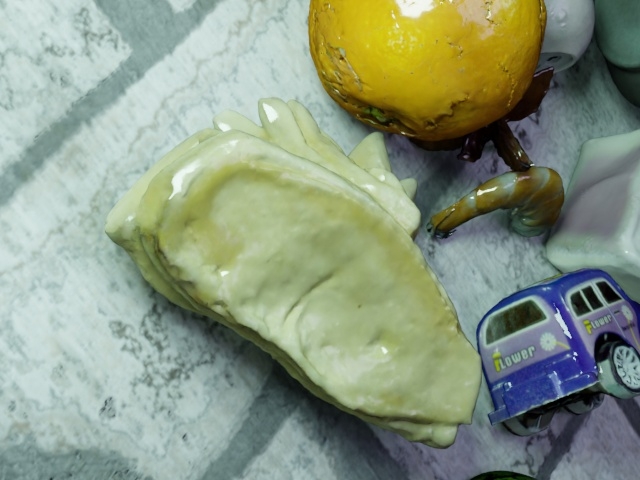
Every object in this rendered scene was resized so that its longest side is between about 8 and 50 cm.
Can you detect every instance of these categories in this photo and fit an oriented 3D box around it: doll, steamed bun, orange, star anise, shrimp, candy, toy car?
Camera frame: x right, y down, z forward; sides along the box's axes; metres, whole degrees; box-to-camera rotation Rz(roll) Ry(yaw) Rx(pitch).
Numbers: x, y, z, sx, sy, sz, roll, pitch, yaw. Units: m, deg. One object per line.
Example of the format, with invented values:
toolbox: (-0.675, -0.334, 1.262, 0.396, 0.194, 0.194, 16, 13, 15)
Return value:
doll: (0.237, -0.338, 1.495, 0.151, 0.151, 0.287, 5, 77, -39)
steamed bun: (0.000, 0.000, 1.247, 0.428, 0.189, 0.247, 33, 93, -30)
orange: (0.109, -0.223, 1.301, 0.246, 0.246, 0.246, 7, 79, -38)
star anise: (0.199, -0.110, 1.445, 0.140, 0.158, 0.144, -61, 142, -28)
shrimp: (0.200, -0.026, 1.463, 0.166, 0.161, 0.049, -25, 67, -5)
candy: (0.453, 0.031, 1.610, 0.358, 0.145, 0.208, 37, 61, -30)
toy car: (0.293, 0.116, 1.462, 0.235, 0.172, 0.158, -9, 75, -44)

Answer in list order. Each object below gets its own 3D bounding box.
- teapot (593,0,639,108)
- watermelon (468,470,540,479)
teapot: (0.554, -0.242, 1.534, 0.361, 0.306, 0.376, 18, 28, -24)
watermelon: (0.280, 0.376, 1.426, 0.159, 0.128, 0.303, -34, 105, -37)
